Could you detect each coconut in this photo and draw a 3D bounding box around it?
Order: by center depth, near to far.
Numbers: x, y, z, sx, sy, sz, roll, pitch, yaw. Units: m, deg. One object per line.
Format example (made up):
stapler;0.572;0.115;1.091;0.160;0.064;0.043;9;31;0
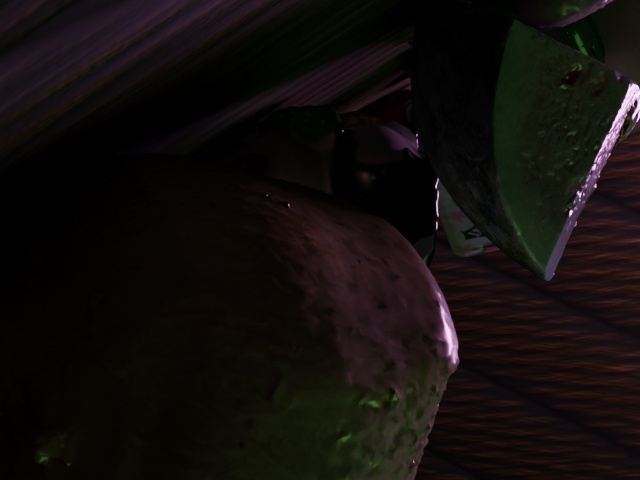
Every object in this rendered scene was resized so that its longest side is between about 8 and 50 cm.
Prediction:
coconut;-0.120;0.120;0.803;0.404;0.405;0.404;-31;-179;0

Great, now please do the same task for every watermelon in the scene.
watermelon;0.191;-0.141;0.982;0.213;0.320;0.289;-13;153;4

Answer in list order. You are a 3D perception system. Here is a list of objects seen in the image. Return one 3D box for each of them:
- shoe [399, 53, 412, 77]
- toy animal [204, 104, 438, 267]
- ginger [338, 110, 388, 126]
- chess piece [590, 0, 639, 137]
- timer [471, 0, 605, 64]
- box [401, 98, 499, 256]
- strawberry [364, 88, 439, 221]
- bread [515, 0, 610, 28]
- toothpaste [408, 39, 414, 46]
shoe;0.173;-0.230;1.404;0.074;0.077;0.194;-30;-178;32
toy animal;-0.009;-0.044;1.157;0.266;0.213;0.212;6;172;-12
ginger;-0.031;-0.047;1.563;0.236;0.166;0.375;-33;160;-55
chess piece;0.436;-0.314;1.249;0.442;0.234;0.234;-35;-178;-26
timer;0.229;-0.220;1.116;0.140;0.128;0.047;25;-107;44
box;0.251;-0.107;1.619;0.190;0.112;0.370;-14;151;9
strawberry;0.154;-0.163;1.847;0.261;0.257;0.261;-37;-153;22
bread;0.245;-0.259;0.921;0.183;0.102;0.337;-28;-176;17
toothpaste;0.195;-0.191;1.208;0.049;0.204;0.031;-33;145;-50
